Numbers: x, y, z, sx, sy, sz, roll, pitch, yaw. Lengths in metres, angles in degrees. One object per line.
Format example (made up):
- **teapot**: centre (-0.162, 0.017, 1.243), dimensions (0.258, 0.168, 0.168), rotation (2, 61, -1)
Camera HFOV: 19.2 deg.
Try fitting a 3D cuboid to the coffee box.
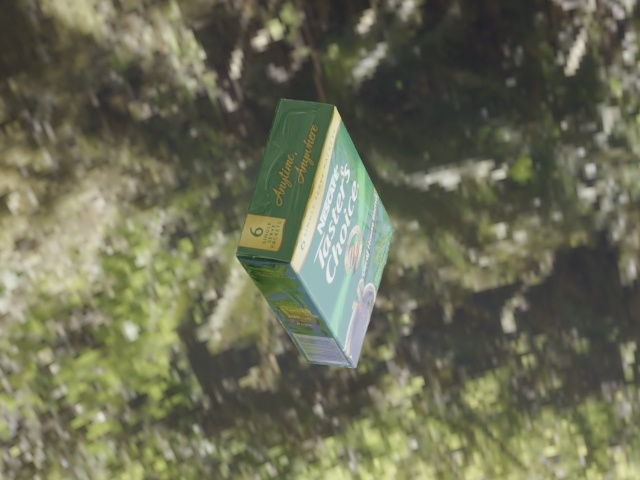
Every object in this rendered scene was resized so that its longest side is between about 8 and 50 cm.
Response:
- **coffee box**: centre (0.000, 0.000, 1.222), dimensions (0.040, 0.184, 0.113), rotation (8, -113, 19)
